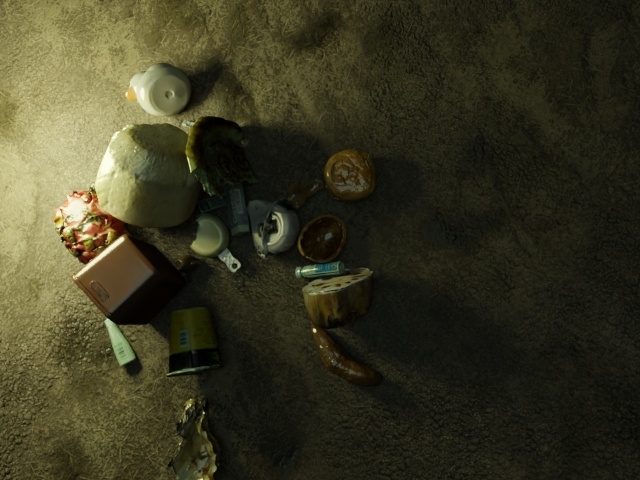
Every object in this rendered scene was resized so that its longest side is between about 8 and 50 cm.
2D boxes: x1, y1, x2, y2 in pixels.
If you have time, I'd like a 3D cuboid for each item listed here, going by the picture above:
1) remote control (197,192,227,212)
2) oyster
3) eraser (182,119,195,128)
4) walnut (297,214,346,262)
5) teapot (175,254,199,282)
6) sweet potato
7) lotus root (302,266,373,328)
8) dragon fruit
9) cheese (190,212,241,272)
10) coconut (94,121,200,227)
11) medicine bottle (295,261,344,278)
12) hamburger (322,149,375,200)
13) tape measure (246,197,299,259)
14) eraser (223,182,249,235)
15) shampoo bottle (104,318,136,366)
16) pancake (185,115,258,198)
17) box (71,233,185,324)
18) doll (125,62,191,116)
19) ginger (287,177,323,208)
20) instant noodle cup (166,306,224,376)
[{"bbox_3d":[-0.424,-0.149,1.981,0.124,0.018,0.053,-20,83,-24],"label":"remote control"},{"bbox_3d":[-0.465,0.758,1.841,0.197,0.133,0.338,-12,80,5],"label":"oyster"},{"bbox_3d":[-0.516,-0.468,2.047,0.099,0.019,0.027,15,71,6],"label":"eraser"},{"bbox_3d":[0.001,-0.001,1.915,0.211,0.087,0.167,-38,93,-22],"label":"walnut"},{"bbox_3d":[-0.517,0.113,1.951,0.084,0.080,0.111,3,97,33],"label":"teapot"},{"bbox_3d":[0.075,0.449,1.865,0.341,0.092,0.114,37,62,7],"label":"sweet potato"},{"bbox_3d":[0.077,0.218,1.825,0.271,0.272,0.192,-12,93,2],"label":"lotus root"},{"bbox_3d":[-0.852,-0.042,1.903,0.269,0.250,0.291,-39,67,-4],"label":"dragon fruit"},{"bbox_3d":[-0.396,0.004,1.956,0.248,0.071,0.164,27,87,7],"label":"cheese"},{"bbox_3d":[-0.631,-0.227,1.845,0.415,0.415,0.345,-29,60,0],"label":"coconut"},{"bbox_3d":[-0.003,0.113,1.890,0.190,0.051,0.051,-7,82,28],"label":"medicine bottle"},{"bbox_3d":[0.113,-0.248,1.939,0.213,0.108,0.214,0,82,-1],"label":"hamburger"},{"bbox_3d":[-0.175,-0.053,1.909,0.197,0.120,0.237,-12,83,30],"label":"tape measure"},{"bbox_3d":[-0.330,-0.129,1.955,0.046,0.091,0.213,-5,81,-33],"label":"eraser"},{"bbox_3d":[-0.789,0.393,1.952,0.069,0.041,0.191,-29,82,5],"label":"shampoo bottle"},{"bbox_3d":[-0.367,-0.322,1.852,0.066,0.427,0.305,-28,96,25],"label":"pancake"},{"bbox_3d":[-0.679,0.147,1.828,0.229,0.339,0.239,-43,82,-4],"label":"box"},{"bbox_3d":[-0.654,-0.610,2.009,0.250,0.221,0.221,-27,81,-22],"label":"doll"},{"bbox_3d":[-0.069,-0.199,1.964,0.165,0.067,0.096,-39,82,-14],"label":"ginger"},{"bbox_3d":[-0.475,0.379,1.861,0.215,0.215,0.236,-11,76,3],"label":"instant noodle cup"}]
